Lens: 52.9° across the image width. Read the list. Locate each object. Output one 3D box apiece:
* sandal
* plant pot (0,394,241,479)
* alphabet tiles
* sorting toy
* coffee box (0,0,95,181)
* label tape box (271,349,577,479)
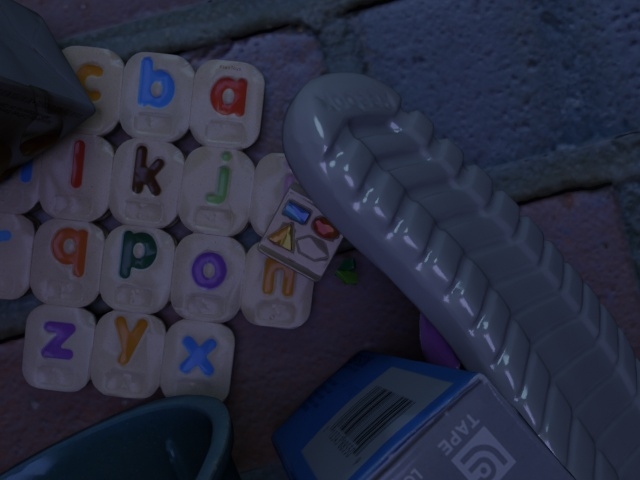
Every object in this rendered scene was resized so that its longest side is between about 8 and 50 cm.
[{"bbox_3d":[0.117,0.059,0.469,0.416,0.169,0.102,53,135,2],"label":"sandal"},{"bbox_3d":[-0.129,0.332,0.389,0.341,0.341,0.334,-27,98,2],"label":"plant pot"},{"bbox_3d":[-0.142,-0.011,0.522,0.284,0.021,0.278,6,92,1],"label":"alphabet tiles"},{"bbox_3d":[0.000,0.000,0.503,0.083,0.012,0.062,29,91,0],"label":"sorting toy"},{"bbox_3d":[-0.307,-0.070,0.447,0.246,0.141,0.098,-32,85,10],"label":"coffee box"},{"bbox_3d":[0.128,0.235,0.402,0.115,0.249,0.348,-43,91,-12],"label":"label tape box"}]
